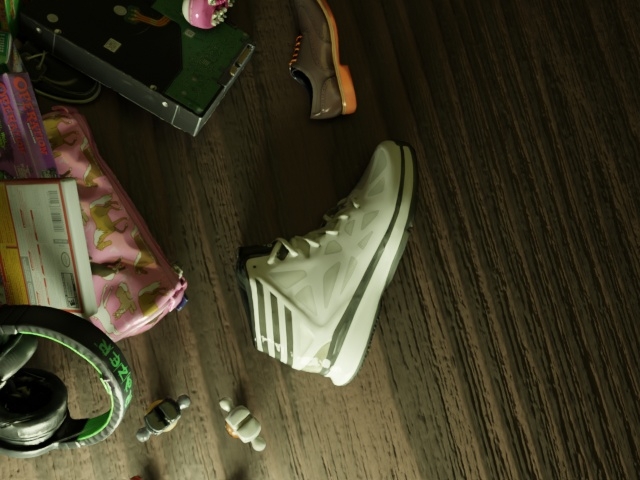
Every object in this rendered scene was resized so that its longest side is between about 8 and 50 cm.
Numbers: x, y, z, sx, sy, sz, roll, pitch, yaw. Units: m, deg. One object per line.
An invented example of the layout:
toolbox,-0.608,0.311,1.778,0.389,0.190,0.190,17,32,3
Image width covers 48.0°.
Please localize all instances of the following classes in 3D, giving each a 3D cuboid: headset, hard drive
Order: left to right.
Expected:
headset,-0.479,0.230,1.062,0.394,0.185,0.243,-7,120,15
hard drive,-0.308,-0.354,1.253,0.338,0.064,0.237,29,55,-6

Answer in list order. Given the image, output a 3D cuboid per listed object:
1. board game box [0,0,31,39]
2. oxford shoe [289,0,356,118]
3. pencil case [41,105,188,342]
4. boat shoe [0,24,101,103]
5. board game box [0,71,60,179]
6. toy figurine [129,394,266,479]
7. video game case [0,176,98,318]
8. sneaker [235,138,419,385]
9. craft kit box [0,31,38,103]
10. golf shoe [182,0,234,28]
board game box,-0.485,-0.464,1.197,0.039,0.124,0.260,13,58,-10
oxford shoe,-0.017,-0.358,1.339,0.098,0.097,0.271,-17,84,-9
pencil case,-0.370,-0.027,1.170,0.167,0.160,0.386,-32,88,-26
boat shoe,-0.491,-0.311,1.235,0.233,0.079,0.084,29,74,-8
board game box,-0.482,-0.062,1.104,0.056,0.208,0.347,-27,106,-56
toy figurine,-0.195,0.356,1.155,0.213,0.148,0.210,4,74,-9
video game case,-0.463,0.009,1.075,0.285,0.025,0.204,1,105,26
sneaker,0.000,0.000,1.239,0.257,0.169,0.448,20,79,-10
craft kit box,-0.591,-0.259,1.116,0.249,0.246,0.061,3,82,-11
golf shoe,-0.214,-0.487,1.286,0.140,0.115,0.306,11,50,1
